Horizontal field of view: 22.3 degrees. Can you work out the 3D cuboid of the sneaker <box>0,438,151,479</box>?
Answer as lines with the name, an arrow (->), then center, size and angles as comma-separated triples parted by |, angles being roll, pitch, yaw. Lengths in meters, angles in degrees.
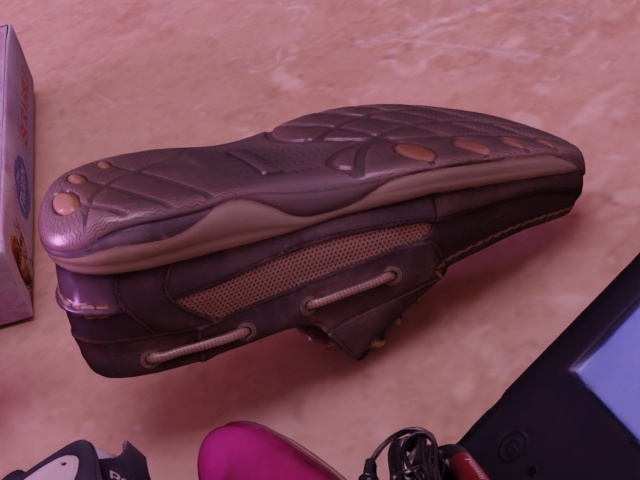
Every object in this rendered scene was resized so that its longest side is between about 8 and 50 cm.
sneaker -> -0.091, 0.152, 0.749 | 0.235, 0.094, 0.153 | -12, 37, 37

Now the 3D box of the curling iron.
curling iron -> 0.089, 0.170, 0.748 | 0.068, 0.035, 0.274 | -30, 34, -8

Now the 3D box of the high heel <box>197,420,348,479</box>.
high heel -> -0.015, 0.222, 0.726 | 0.181, 0.127, 0.377 | -34, 35, -12

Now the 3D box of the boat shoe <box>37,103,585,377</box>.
boat shoe -> 0.000, 0.000, 1.004 | 0.355, 0.130, 0.132 | -10, 24, -22

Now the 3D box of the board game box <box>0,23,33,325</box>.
board game box -> -0.375, -0.021, 1.218 | 0.318, 0.066, 0.319 | -15, 38, 2

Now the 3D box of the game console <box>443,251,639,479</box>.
game console -> 0.247, 0.076, 0.731 | 0.386, 0.060, 0.342 | -46, 39, 5
